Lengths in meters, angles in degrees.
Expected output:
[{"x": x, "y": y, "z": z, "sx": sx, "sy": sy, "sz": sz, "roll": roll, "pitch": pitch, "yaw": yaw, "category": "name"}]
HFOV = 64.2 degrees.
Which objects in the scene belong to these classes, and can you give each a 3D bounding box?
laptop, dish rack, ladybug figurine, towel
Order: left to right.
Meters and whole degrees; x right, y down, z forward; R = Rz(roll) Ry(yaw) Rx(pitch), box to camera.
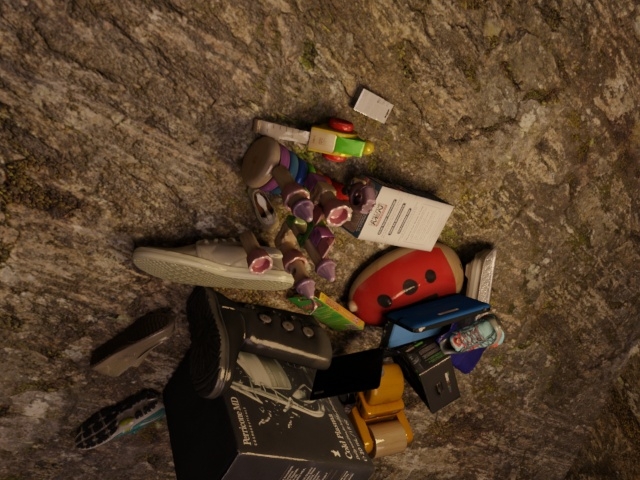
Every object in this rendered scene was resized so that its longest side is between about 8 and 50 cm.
[{"x": 0.121, "y": 0.428, "z": 1.625, "sx": 0.235, "sy": 0.136, "sz": 0.264, "roll": -17, "pitch": 155, "yaw": 23, "category": "laptop"}, {"x": 0.306, "y": 0.170, "z": 1.747, "sx": 0.450, "sy": 0.162, "sz": 0.304, "roll": -20, "pitch": 125, "yaw": -14, "category": "ladybug figurine"}, {"x": 0.574, "y": 0.393, "z": 2.069, "sx": 0.308, "sy": 0.076, "sz": 0.227, "roll": 39, "pitch": 90, "yaw": -36, "category": "towel"}, {"x": 0.566, "y": 0.191, "z": 1.846, "sx": 0.286, "sy": 0.073, "sz": 0.332, "roll": -17, "pitch": 115, "yaw": -61, "category": "dish rack"}]

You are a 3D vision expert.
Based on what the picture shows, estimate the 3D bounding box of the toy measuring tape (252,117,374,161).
[{"x": -0.016, "y": -0.287, "z": 1.387, "sx": 0.331, "sy": 0.121, "sz": 0.121, "roll": 11, "pitch": 114, "yaw": -6, "category": "toy measuring tape"}]

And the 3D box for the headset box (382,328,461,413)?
[{"x": 0.376, "y": 0.454, "z": 1.870, "sx": 0.131, "sy": 0.283, "sz": 0.246, "roll": -29, "pitch": 127, "yaw": -9, "category": "headset box"}]

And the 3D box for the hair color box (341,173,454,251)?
[{"x": 0.240, "y": -0.079, "z": 1.570, "sx": 0.347, "sy": 0.105, "sz": 0.173, "roll": 9, "pitch": 112, "yaw": -41, "category": "hair color box"}]

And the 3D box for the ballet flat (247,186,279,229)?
[{"x": -0.159, "y": -0.086, "z": 1.440, "sx": 0.057, "sy": 0.052, "sz": 0.168, "roll": -32, "pitch": 127, "yaw": -6, "category": "ballet flat"}]

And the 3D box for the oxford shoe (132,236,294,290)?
[{"x": -0.286, "y": 0.054, "z": 1.424, "sx": 0.450, "sy": 0.129, "sz": 0.169, "roll": 7, "pitch": 159, "yaw": -21, "category": "oxford shoe"}]

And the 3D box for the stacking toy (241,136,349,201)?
[{"x": -0.050, "y": -0.158, "z": 1.412, "sx": 0.330, "sy": 0.141, "sz": 0.141, "roll": 23, "pitch": 106, "yaw": -39, "category": "stacking toy"}]

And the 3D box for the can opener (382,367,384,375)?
[{"x": 0.111, "y": 0.496, "z": 1.796, "sx": 0.076, "sy": 0.284, "sz": 0.095, "roll": -8, "pitch": 80, "yaw": -43, "category": "can opener"}]

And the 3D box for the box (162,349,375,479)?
[{"x": -0.174, "y": 0.571, "z": 1.541, "sx": 0.472, "sy": 0.480, "sz": 0.297, "roll": 22, "pitch": 108, "yaw": -34, "category": "box"}]

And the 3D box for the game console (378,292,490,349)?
[{"x": 0.362, "y": 0.288, "z": 1.640, "sx": 0.293, "sy": 0.250, "sz": 0.173, "roll": -12, "pitch": 101, "yaw": -22, "category": "game console"}]

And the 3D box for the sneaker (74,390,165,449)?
[{"x": -0.614, "y": 0.574, "z": 1.576, "sx": 0.276, "sy": 0.107, "sz": 0.109, "roll": -22, "pitch": 138, "yaw": -10, "category": "sneaker"}]

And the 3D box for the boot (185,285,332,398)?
[{"x": -0.156, "y": 0.325, "z": 1.497, "sx": 0.445, "sy": 0.366, "sz": 0.146, "roll": 26, "pitch": 120, "yaw": -35, "category": "boot"}]

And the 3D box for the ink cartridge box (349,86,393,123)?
[{"x": 0.145, "y": -0.379, "z": 1.434, "sx": 0.115, "sy": 0.029, "sz": 0.062, "roll": 17, "pitch": 109, "yaw": -33, "category": "ink cartridge box"}]

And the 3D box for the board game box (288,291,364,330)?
[{"x": 0.020, "y": 0.232, "z": 1.676, "sx": 0.259, "sy": 0.124, "sz": 0.039, "roll": 36, "pitch": 57, "yaw": -38, "category": "board game box"}]

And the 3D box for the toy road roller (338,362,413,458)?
[{"x": 0.213, "y": 0.589, "z": 1.847, "sx": 0.203, "sy": 0.329, "sz": 0.240, "roll": -2, "pitch": 140, "yaw": -24, "category": "toy road roller"}]

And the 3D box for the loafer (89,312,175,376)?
[{"x": -0.525, "y": 0.301, "z": 1.464, "sx": 0.269, "sy": 0.102, "sz": 0.092, "roll": -29, "pitch": 128, "yaw": 3, "category": "loafer"}]

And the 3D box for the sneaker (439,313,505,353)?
[{"x": 0.483, "y": 0.321, "z": 1.646, "sx": 0.125, "sy": 0.104, "sz": 0.262, "roll": -15, "pitch": 161, "yaw": -29, "category": "sneaker"}]

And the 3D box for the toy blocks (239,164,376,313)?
[{"x": 0.000, "y": 0.000, "z": 1.317, "sx": 0.309, "sy": 0.260, "sz": 0.288, "roll": 5, "pitch": 129, "yaw": -37, "category": "toy blocks"}]
